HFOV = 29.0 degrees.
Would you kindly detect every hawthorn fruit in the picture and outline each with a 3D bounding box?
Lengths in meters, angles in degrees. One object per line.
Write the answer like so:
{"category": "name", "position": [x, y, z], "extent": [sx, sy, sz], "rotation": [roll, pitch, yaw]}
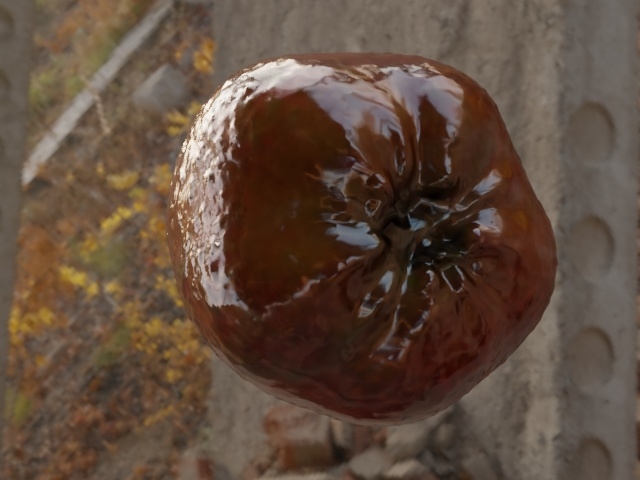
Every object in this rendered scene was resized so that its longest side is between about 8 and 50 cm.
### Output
{"category": "hawthorn fruit", "position": [0.000, 0.000, 0.539], "extent": [0.162, 0.163, 0.203], "rotation": [-53, 17, -19]}
